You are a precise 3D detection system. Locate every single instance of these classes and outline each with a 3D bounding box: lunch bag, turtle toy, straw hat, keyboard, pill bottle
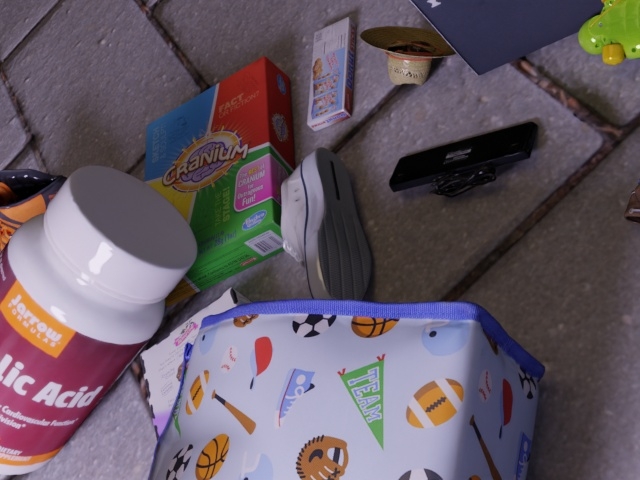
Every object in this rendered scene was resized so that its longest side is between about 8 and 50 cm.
[{"bbox_3d":[-0.003,0.236,0.994,0.386,0.239,0.327,-1,63,32],"label":"lunch bag"},{"bbox_3d":[0.350,-0.243,1.136,0.130,0.066,0.095,-2,85,42],"label":"turtle toy"},{"bbox_3d":[0.117,-0.236,1.330,0.144,0.145,0.061,37,131,47],"label":"straw hat"},{"bbox_3d":[0.171,-0.085,1.218,0.192,0.038,0.100,-14,31,35],"label":"keyboard"},{"bbox_3d":[-0.346,0.106,1.320,0.392,0.224,0.224,-50,41,23],"label":"pill bottle"}]

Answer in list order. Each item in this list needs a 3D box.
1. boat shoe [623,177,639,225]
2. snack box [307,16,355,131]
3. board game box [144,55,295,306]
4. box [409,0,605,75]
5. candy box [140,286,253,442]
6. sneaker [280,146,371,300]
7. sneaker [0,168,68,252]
[{"bbox_3d":[0.371,-0.009,0.970,0.066,0.066,0.183,-55,33,3],"label":"boat shoe"},{"bbox_3d":[0.017,-0.243,1.453,0.064,0.022,0.178,-17,52,30],"label":"snack box"},{"bbox_3d":[-0.150,-0.089,1.459,0.242,0.064,0.316,-26,48,25],"label":"board game box"},{"bbox_3d":[0.271,-0.407,1.229,0.296,0.183,0.294,-20,50,32],"label":"box"},{"bbox_3d":[-0.131,0.185,1.254,0.165,0.070,0.196,-36,45,16],"label":"candy box"},{"bbox_3d":[0.000,0.000,1.268,0.091,0.094,0.258,-42,35,33],"label":"sneaker"},{"bbox_3d":[-0.505,-0.020,1.629,0.321,0.180,0.124,-32,46,20],"label":"sneaker"}]
